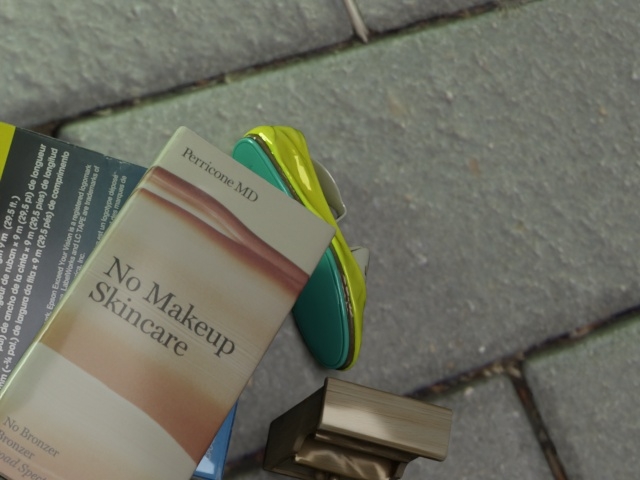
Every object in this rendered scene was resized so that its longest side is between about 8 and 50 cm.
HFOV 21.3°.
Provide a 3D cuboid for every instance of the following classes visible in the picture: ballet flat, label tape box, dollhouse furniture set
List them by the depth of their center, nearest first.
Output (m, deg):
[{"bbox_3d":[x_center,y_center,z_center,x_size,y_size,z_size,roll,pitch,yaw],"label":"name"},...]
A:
[{"bbox_3d":[0.010,0.252,1.347,0.212,0.161,0.242,16,67,-15],"label":"dollhouse furniture set"},{"bbox_3d":[-0.222,0.048,1.364,0.333,0.106,0.241,18,67,-13],"label":"label tape box"},{"bbox_3d":[0.000,0.000,1.488,0.077,0.077,0.231,-14,74,-41],"label":"ballet flat"}]

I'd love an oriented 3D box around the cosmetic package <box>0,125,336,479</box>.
[{"bbox_3d":[-0.130,0.084,1.254,0.153,0.129,0.296,32,64,-6],"label":"cosmetic package"}]
